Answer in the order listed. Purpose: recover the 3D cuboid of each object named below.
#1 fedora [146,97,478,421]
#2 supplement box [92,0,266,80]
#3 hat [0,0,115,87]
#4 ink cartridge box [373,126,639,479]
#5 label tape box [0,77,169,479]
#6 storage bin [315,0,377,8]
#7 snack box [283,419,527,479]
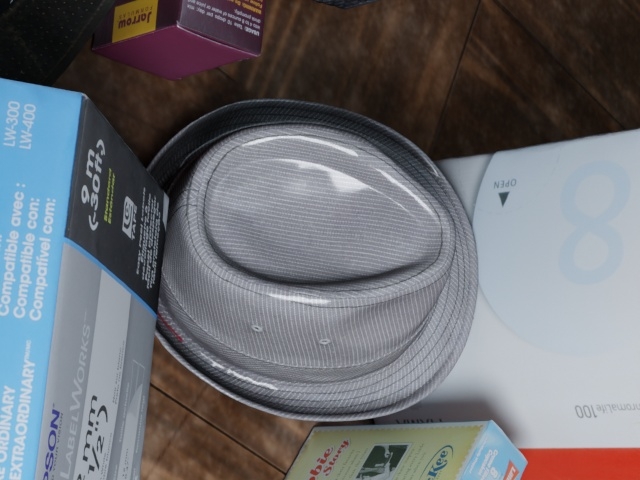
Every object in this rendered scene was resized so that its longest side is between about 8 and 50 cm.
[{"bbox_3d":[0.000,0.000,1.294,0.275,0.124,0.244,17,72,-8],"label":"fedora"},{"bbox_3d":[-0.097,-0.223,1.321,0.081,0.104,0.188,17,73,-42],"label":"supplement box"},{"bbox_3d":[-0.259,-0.208,1.122,0.331,0.331,0.134,-12,49,-45],"label":"hat"},{"bbox_3d":[0.151,0.119,1.376,0.091,0.308,0.385,22,70,-42],"label":"ink cartridge box"},{"bbox_3d":[-0.186,0.047,1.065,0.348,0.115,0.249,67,28,-75],"label":"label tape box"},{"bbox_3d":[0.023,-0.285,1.435,0.084,0.122,0.180,7,80,-44],"label":"storage bin"},{"bbox_3d":[0.005,0.270,1.296,0.060,0.187,0.322,51,53,-28],"label":"snack box"}]
